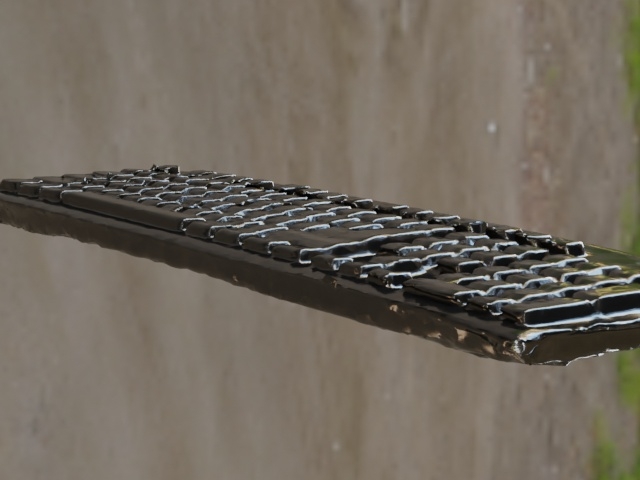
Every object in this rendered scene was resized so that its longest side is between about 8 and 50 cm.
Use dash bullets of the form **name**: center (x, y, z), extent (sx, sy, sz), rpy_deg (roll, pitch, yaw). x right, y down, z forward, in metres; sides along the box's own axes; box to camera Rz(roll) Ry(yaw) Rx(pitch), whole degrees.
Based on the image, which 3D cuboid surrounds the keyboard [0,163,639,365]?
- **keyboard**: center (0.000, 0.000, 0.473), extent (0.087, 0.250, 0.017), rpy_deg (-8, 102, -35)
